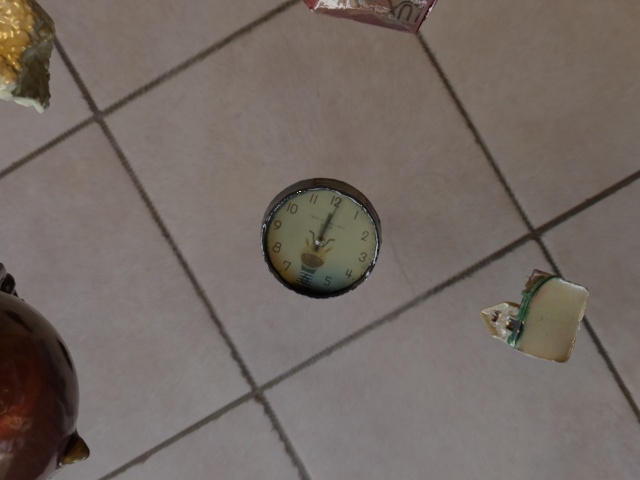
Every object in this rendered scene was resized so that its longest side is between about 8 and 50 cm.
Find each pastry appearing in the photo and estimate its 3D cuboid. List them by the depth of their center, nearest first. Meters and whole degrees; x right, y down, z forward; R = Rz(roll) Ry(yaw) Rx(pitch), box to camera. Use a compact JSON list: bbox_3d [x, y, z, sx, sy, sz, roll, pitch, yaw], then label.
[{"bbox_3d":[-0.318,-0.209,0.770,0.258,0.121,0.089,37,92,2],"label":"pastry"}]

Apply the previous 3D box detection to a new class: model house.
[{"bbox_3d":[0.255,0.083,1.132,0.087,0.100,0.101,17,95,-24],"label":"model house"}]

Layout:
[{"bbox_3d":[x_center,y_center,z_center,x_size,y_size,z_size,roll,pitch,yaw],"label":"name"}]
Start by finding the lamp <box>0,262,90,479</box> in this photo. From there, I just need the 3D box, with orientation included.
[{"bbox_3d":[-0.238,0.103,0.552,0.151,0.223,0.215,-5,60,20],"label":"lamp"}]

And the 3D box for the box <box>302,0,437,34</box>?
[{"bbox_3d":[0.033,-0.276,0.981,0.111,0.156,0.060,54,130,38],"label":"box"}]

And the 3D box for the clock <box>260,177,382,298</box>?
[{"bbox_3d":[0.000,0.000,1.376,0.184,0.040,0.185,0,110,1],"label":"clock"}]
